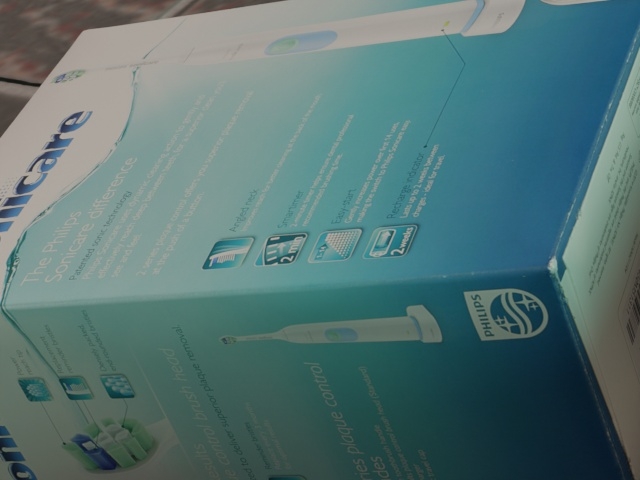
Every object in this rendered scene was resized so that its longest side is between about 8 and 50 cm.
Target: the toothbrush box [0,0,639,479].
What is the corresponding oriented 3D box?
[{"bbox_3d":[0.000,0.000,0.770,0.295,0.126,0.216,-4,36,26],"label":"toothbrush box"}]
